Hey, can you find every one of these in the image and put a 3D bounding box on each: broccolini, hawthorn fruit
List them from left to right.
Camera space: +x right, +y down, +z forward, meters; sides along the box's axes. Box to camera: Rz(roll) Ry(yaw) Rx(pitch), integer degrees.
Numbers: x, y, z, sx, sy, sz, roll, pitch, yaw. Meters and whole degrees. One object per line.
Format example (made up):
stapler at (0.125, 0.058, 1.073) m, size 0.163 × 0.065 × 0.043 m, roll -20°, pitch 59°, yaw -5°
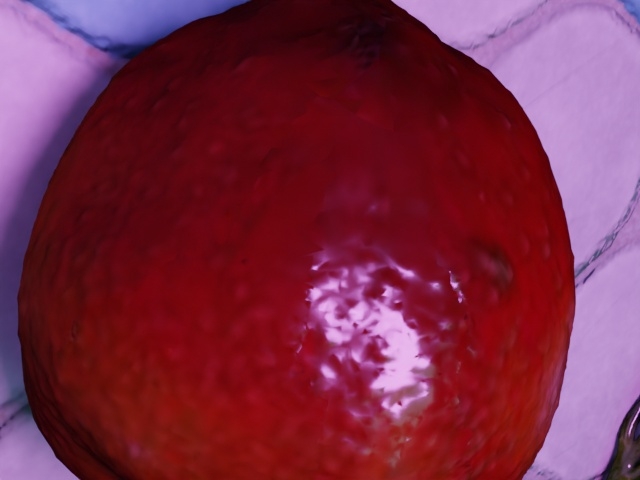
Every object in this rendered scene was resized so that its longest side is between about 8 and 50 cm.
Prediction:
hawthorn fruit at (0.000, 0.000, 0.602) m, size 0.265 × 0.265 × 0.307 m, roll 33°, pitch 65°, yaw -45°
broccolini at (0.279, 0.161, 1.057) m, size 0.068 × 0.091 × 0.203 m, roll 41°, pitch 94°, yaw -1°
